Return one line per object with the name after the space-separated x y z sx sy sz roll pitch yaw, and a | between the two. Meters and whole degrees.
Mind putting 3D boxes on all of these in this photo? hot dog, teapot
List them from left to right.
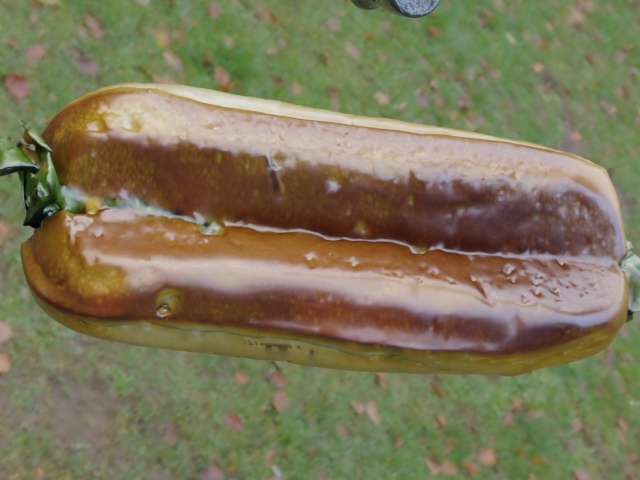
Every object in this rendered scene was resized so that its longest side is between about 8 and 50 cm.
0.000 0.000 0.352 0.188 0.055 0.072 8 80 -8 | hot dog
0.052 -0.189 0.944 0.043 0.043 0.110 37 -1 -20 | teapot
